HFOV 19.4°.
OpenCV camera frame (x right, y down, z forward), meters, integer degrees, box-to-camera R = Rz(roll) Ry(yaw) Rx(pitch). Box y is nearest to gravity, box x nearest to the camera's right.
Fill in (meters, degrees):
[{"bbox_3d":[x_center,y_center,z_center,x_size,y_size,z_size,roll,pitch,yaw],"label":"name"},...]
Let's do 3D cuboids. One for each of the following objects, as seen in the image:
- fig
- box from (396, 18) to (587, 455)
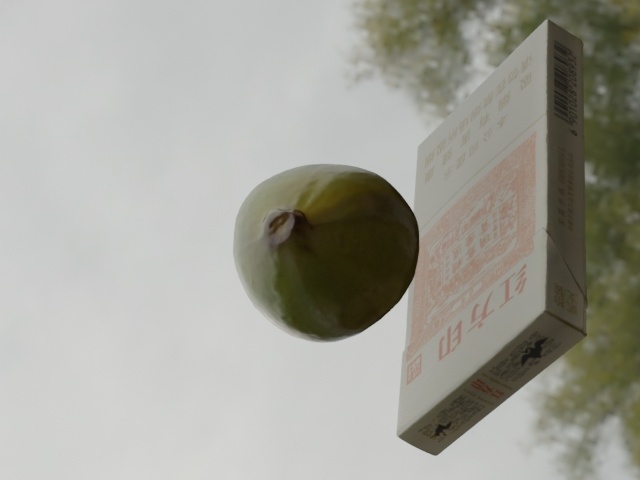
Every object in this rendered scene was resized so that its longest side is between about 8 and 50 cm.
[{"bbox_3d":[0.002,0.008,1.368,0.153,0.136,0.120,-64,-30,-58],"label":"fig"},{"bbox_3d":[0.151,-0.009,1.627,0.204,0.051,0.365,-44,27,38],"label":"box"}]
